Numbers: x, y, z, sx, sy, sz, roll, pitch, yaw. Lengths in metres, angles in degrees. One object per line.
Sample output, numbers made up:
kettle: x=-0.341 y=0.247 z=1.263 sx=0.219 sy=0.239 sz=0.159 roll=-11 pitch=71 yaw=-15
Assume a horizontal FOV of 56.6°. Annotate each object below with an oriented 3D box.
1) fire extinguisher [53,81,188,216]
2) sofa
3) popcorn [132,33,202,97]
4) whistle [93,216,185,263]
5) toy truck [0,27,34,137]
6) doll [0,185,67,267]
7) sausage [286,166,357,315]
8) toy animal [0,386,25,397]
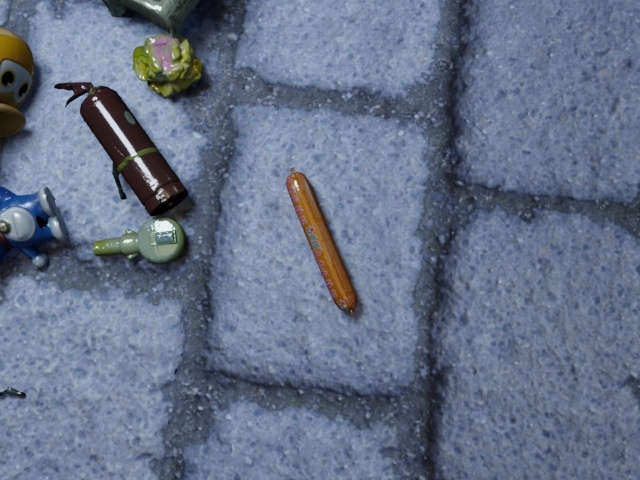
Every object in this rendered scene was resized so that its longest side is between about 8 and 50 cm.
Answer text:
fire extinguisher: x=-0.432 y=-0.208 z=1.275 sx=0.141 sy=0.105 sz=0.341 roll=-34 pitch=87 yaw=-42
sofa: x=-0.350 y=-0.560 z=1.294 sx=0.225 sy=0.176 sz=0.210 roll=29 pitch=83 yaw=2
popcorn: x=-0.338 y=-0.388 z=1.301 sx=0.145 sy=0.126 sz=0.125 roll=-11 pitch=67 yaw=25
whistle: x=-0.391 y=0.004 z=1.282 sx=0.199 sy=0.057 sz=0.104 roll=-6 pitch=84 yaw=-2
toy truck: x=-0.746 y=-0.331 z=1.247 sx=0.288 sy=0.204 sz=0.211 roll=-18 pitch=86 yaw=-3
doll: x=-0.669 y=-0.026 z=1.236 sx=0.257 sy=0.161 sz=0.215 roll=-15 pitch=109 yaw=-6
sausage: x=0.000 y=0.000 z=1.289 sx=0.053 sy=0.053 sz=0.347 roll=-22 pitch=84 yaw=-3
toy animal: x=-0.729 y=0.407 z=1.233 sx=0.079 sy=0.070 sz=0.252 roll=42 pitch=69 yaw=-30
